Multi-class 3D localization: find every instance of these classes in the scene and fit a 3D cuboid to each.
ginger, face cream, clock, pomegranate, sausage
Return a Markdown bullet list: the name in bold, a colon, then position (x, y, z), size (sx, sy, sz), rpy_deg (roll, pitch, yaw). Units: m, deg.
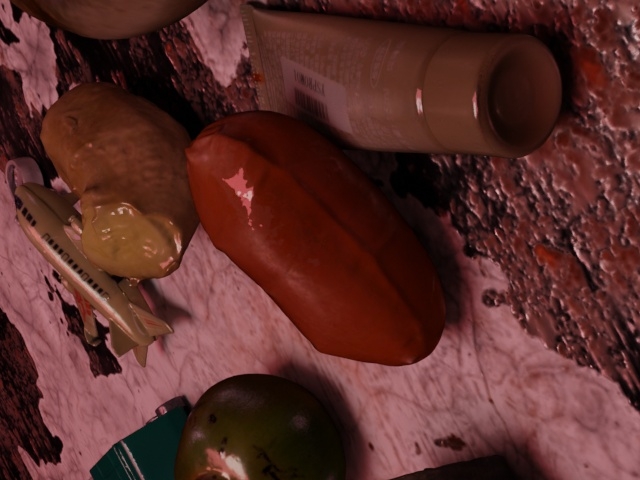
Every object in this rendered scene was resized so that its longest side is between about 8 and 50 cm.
- **ginger**: position (-0.204, -0.074, 1.048), size (0.267, 0.152, 0.138), rpy_deg (55, 172, 41)
- **face cream**: position (0.035, -0.121, 0.798), size (0.341, 0.084, 0.137), rpy_deg (16, 123, 54)
- **clock**: position (-0.375, -0.053, 1.339), size (0.129, 0.041, 0.087), rpy_deg (39, 132, 37)
- **pomegranate**: position (-0.075, 0.231, 1.005), size (0.179, 0.209, 0.180), rpy_deg (16, 123, 26)
- **sausage**: position (0.002, -0.001, 0.823), size (0.258, 0.133, 0.133), rpy_deg (47, 144, -11)

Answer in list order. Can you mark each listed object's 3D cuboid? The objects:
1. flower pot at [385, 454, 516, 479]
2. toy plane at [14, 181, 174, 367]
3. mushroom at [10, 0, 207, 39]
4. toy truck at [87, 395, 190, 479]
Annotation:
- **flower pot**: position (0.101, 0.262, 0.837), size (0.235, 0.235, 0.148), rpy_deg (-35, 63, 52)
- **toy plane**: position (-0.271, 0.030, 1.211), size (0.256, 0.104, 0.242), rpy_deg (57, 144, 10)
- **mushroom**: position (-0.211, -0.331, 0.784), size (0.362, 0.294, 0.362), rpy_deg (29, 131, 40)
- **toy truck**: position (-0.211, 0.285, 1.270), size (0.114, 0.124, 0.253), rpy_deg (59, 140, 12)
